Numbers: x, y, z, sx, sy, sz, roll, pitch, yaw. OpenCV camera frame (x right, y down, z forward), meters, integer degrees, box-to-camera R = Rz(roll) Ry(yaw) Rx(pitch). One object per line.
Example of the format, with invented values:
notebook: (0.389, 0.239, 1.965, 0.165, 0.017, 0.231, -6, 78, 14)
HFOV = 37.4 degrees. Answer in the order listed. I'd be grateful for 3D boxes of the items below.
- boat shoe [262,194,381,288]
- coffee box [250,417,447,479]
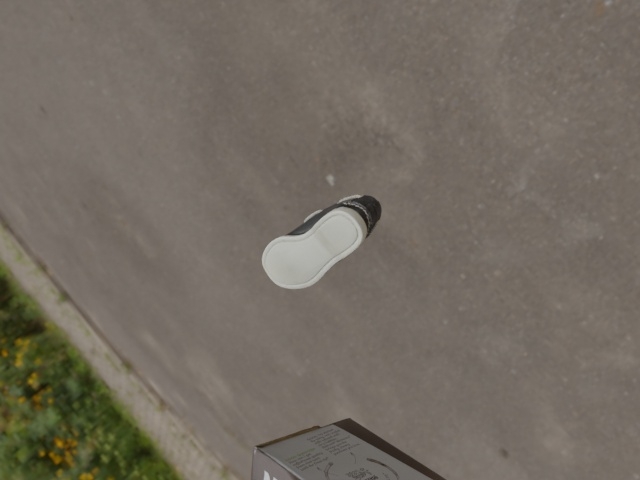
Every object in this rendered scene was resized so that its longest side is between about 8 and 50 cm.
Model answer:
boat shoe: (0.000, 0.000, 0.729, 0.046, 0.038, 0.125, 51, 138, -1)
coffee box: (0.060, 0.241, 0.645, 0.246, 0.098, 0.141, 25, 115, 44)
